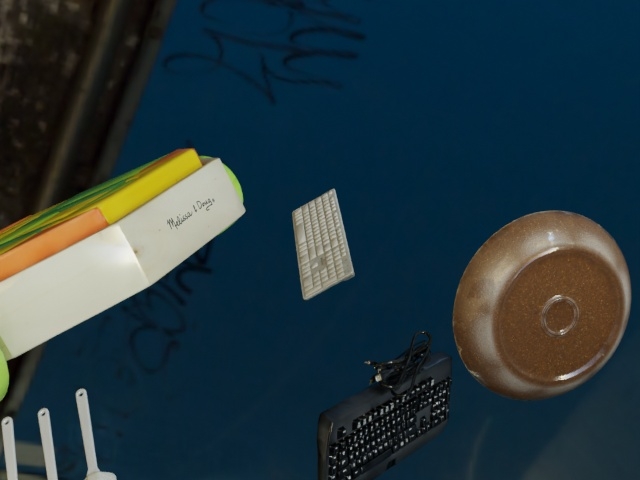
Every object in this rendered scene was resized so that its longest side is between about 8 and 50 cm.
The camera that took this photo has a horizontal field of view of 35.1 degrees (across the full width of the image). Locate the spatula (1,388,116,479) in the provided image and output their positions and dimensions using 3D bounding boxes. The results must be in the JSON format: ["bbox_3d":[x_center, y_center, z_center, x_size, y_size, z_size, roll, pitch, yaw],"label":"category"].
[{"bbox_3d":[-0.380,0.326,1.449,0.242,0.168,0.019,-113,-179,-45],"label":"spatula"}]

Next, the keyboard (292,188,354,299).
[{"bbox_3d":[0.000,0.000,1.358,0.072,0.014,0.256,-24,-154,7],"label":"keyboard"}]

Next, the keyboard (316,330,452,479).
[{"bbox_3d":[0.064,0.136,0.800,0.038,0.192,0.100,4,-78,34],"label":"keyboard"}]

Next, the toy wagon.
[{"bbox_3d":[-0.213,0.038,0.653,0.344,0.267,0.068,-18,-77,31],"label":"toy wagon"}]

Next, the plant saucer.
[{"bbox_3d":[0.228,0.071,0.999,0.036,0.198,0.199,-144,-113,-68],"label":"plant saucer"}]
